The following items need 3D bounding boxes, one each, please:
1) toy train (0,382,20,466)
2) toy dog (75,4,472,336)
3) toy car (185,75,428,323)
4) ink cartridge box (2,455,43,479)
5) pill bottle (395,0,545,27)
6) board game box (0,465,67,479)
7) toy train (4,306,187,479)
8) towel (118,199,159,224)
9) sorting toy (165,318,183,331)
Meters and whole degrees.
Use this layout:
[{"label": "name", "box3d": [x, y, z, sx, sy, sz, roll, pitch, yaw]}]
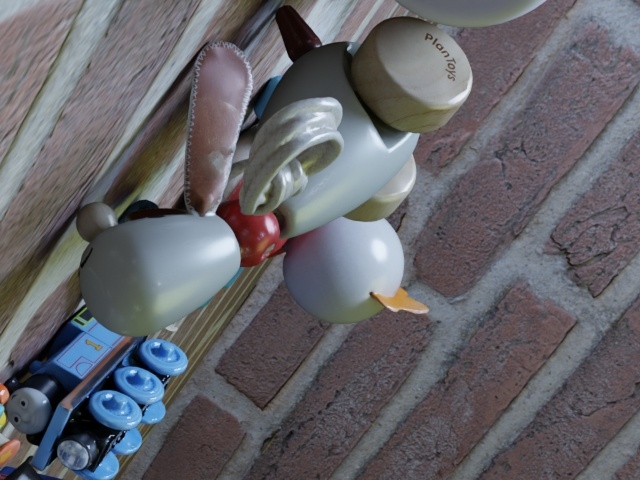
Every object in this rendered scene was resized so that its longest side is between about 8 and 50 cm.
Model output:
[{"label": "toy train", "box3d": [-0.264, 0.174, 1.028, 0.166, 0.046, 0.125, -53, 178, 0]}, {"label": "toy dog", "box3d": [-0.045, -0.073, 1.021, 0.220, 0.161, 0.333, -51, 165, 29]}, {"label": "toy car", "box3d": [0.000, 0.000, 1.394, 0.219, 0.238, 0.210, -53, 178, 11]}, {"label": "ink cartridge box", "box3d": [-0.256, 0.243, 1.032, 0.165, 0.065, 0.332, -42, -176, -4]}, {"label": "pill bottle", "box3d": [0.119, -0.240, 1.098, 0.160, 0.160, 0.283, -54, 178, 14]}, {"label": "board game box", "box3d": [-0.249, 0.304, 1.185, 0.233, 0.078, 0.347, -50, -160, -23]}, {"label": "toy train", "box3d": [-0.180, 0.119, 1.181, 0.080, 0.105, 0.184, -64, 174, 26]}, {"label": "towel", "box3d": [-0.151, 0.014, 1.146, 0.067, 0.029, 0.119, -53, 178, -22]}, {"label": "sorting toy", "box3d": [-0.159, 0.057, 1.595, 0.083, 0.045, 0.075, -53, 171, 15]}]
